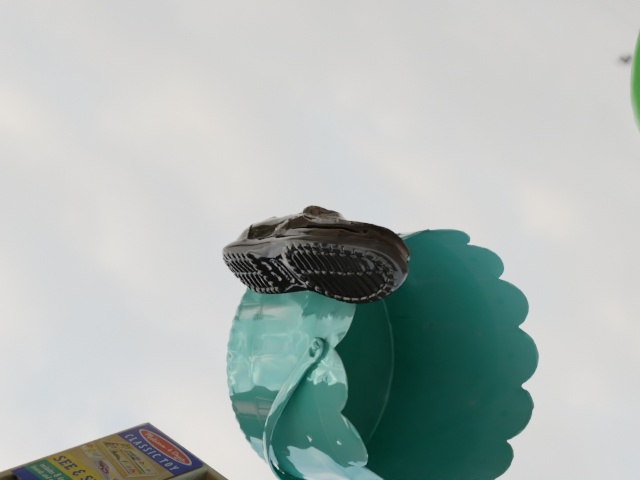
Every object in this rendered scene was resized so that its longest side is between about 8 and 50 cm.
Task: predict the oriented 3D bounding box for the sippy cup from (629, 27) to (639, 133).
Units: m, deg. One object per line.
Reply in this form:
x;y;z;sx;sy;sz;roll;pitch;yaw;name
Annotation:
0.294;-0.072;0.755;0.224;0.305;0.240;34;-152;-20;sippy cup

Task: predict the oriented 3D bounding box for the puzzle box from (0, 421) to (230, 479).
-0.118;0.308;1.541;0.409;0.052;0.272;30;-153;33;puzzle box

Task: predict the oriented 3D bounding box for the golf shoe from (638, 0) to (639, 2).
0.257;-0.166;0.964;0.273;0.105;0.120;-4;-133;-20;golf shoe

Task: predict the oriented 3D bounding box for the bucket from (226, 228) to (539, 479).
0.056;0.122;1.674;0.281;0.281;0.183;14;169;-43;bucket

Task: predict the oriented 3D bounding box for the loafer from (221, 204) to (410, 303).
0.000;0.000;1.532;0.220;0.078;0.080;3;139;48;loafer
